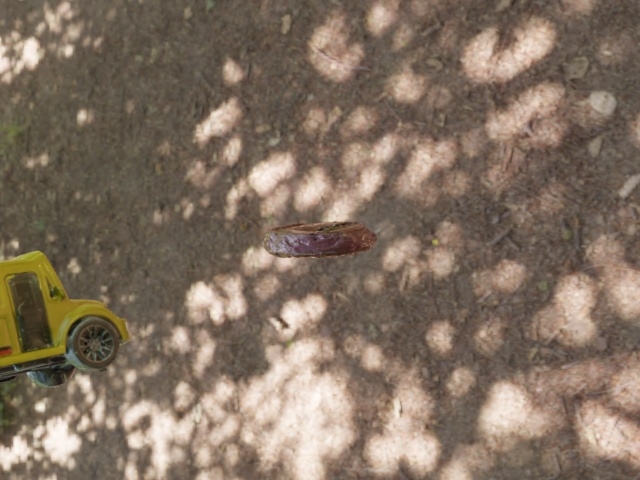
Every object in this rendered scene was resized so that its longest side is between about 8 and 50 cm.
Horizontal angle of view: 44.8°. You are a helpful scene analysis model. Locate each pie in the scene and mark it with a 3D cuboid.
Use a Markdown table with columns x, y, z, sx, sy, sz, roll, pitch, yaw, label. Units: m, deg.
| x | y | z | sx | sy | sz | roll | pitch | yaw | label |
| --- | --- | --- | --- | --- | --- | --- | --- | --- | --- |
| 0.000 | 0.000 | 1.245 | 0.182 | 0.182 | 0.050 | 5 | 100 | 52 | pie |

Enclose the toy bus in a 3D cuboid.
| x | y | z | sx | sy | sz | roll | pitch | yaw | label |
| --- | --- | --- | --- | --- | --- | --- | --- | --- | --- |
| -0.378 | 0.100 | 0.820 | 0.144 | 0.330 | 0.152 | -24 | 78 | 46 | toy bus |
